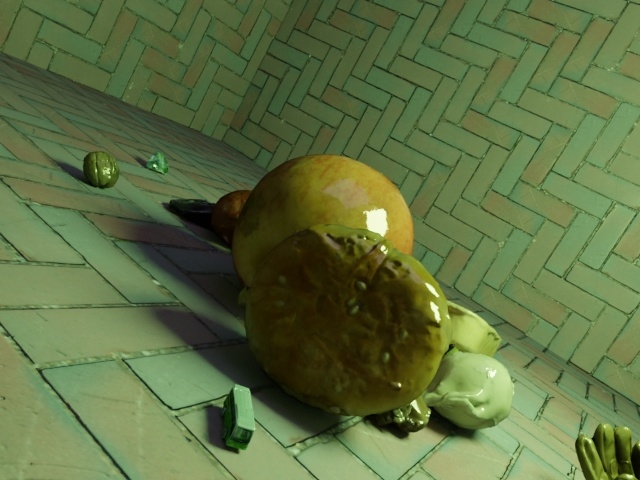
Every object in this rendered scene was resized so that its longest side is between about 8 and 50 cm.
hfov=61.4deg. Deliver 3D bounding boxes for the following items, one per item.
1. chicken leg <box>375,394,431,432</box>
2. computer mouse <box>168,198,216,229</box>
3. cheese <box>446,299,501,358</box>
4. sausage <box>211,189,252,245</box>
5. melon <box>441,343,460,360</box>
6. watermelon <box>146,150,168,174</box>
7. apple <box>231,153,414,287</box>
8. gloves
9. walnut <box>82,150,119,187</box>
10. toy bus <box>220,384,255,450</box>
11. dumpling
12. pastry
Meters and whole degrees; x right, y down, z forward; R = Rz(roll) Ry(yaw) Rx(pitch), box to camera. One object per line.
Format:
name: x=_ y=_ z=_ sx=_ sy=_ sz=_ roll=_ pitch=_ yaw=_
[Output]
chicken leg: x=0.104 y=0.253 z=0.934 sx=0.125 sy=0.080 sz=0.196 roll=3 pitch=24 yaw=-41
computer mouse: x=-0.314 y=-0.078 z=1.465 sx=0.192 sy=0.062 sz=0.106 roll=24 pitch=10 yaw=-35
cheese: x=0.348 y=0.232 z=1.467 sx=0.384 sy=0.104 sz=0.384 roll=29 pitch=-4 yaw=2
sausage: x=-0.186 y=-0.056 z=1.436 sx=0.141 sy=0.153 sz=0.268 roll=-4 pitch=-3 yaw=19
melon: x=0.271 y=0.276 z=1.316 sx=0.128 sy=0.079 sz=0.160 roll=43 pitch=-14 yaw=-31
watermelon: x=-0.545 y=-0.249 z=1.767 sx=0.061 sy=0.085 sz=0.085 roll=-15 pitch=-24 yaw=39
apple: x=0.000 y=0.000 z=1.099 sx=0.364 sy=0.364 sz=0.364 roll=28 pitch=10 yaw=-5
gloves: x=0.591 y=0.485 z=0.966 sx=0.331 sy=0.141 sz=0.154 roll=43 pitch=40 yaw=19
walnut: x=-0.519 y=-0.167 z=1.277 sx=0.092 sy=0.092 sz=0.092 roll=28 pitch=10 yaw=-5
toy bus: x=-0.099 y=0.214 z=0.651 sx=0.031 sy=0.037 sz=0.083 roll=25 pitch=11 yaw=-19
dumpling: x=0.278 y=0.296 z=1.073 sx=0.193 sy=0.147 sz=0.258 roll=-1 pitch=-3 yaw=34
pastry: x=0.039 y=0.123 z=0.846 sx=0.316 sy=0.284 sz=0.184 roll=25 pitch=-10 yaw=13
